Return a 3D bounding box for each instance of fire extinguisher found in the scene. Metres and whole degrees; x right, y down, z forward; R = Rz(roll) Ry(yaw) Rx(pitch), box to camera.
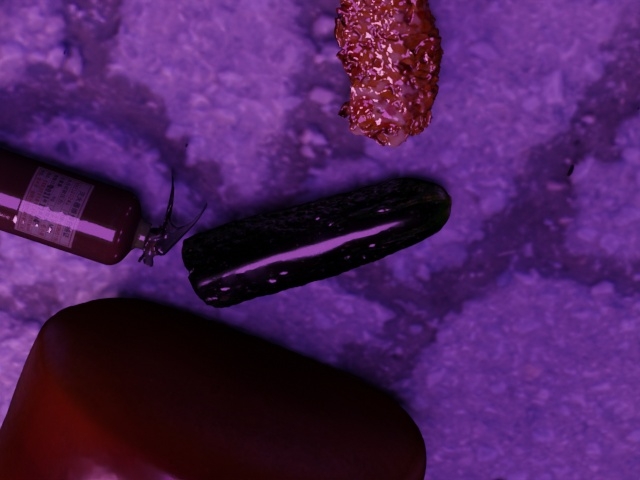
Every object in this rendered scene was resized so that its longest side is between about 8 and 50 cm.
[{"bbox_3d":[-0.220,-0.039,1.142,0.231,0.071,0.099,17,86,-4],"label":"fire extinguisher"}]

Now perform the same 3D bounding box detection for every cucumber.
[{"bbox_3d":[0.000,-0.001,1.137,0.241,0.074,0.074,-16,112,9],"label":"cucumber"}]

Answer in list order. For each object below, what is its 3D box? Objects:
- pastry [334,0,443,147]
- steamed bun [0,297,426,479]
[{"bbox_3d":[0.059,-0.164,1.068,0.087,0.063,0.169,4,119,12],"label":"pastry"},{"bbox_3d":[-0.104,0.222,1.147,0.379,0.248,0.235,21,114,-6],"label":"steamed bun"}]
